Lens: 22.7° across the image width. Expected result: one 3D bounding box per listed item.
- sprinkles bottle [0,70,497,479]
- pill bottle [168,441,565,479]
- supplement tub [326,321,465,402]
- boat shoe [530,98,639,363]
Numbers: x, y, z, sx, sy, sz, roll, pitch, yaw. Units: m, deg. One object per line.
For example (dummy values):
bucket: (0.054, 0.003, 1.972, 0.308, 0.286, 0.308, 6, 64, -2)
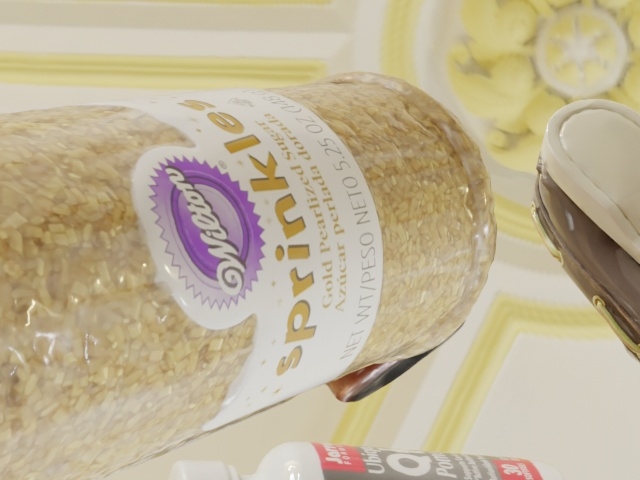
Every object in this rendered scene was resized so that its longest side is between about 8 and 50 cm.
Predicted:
sprinkles bottle: (-0.073, 0.015, 0.505, 0.121, 0.355, 0.121, 6, -78, 32)
pill bottle: (0.035, 0.254, 1.292, 0.319, 0.176, 0.176, 6, -87, -13)
supplement tub: (0.000, 0.000, 1.036, 0.106, 0.106, 0.198, -38, -101, 10)
boat shoe: (0.255, 0.046, 1.103, 0.117, 0.096, 0.324, -23, -119, -24)
